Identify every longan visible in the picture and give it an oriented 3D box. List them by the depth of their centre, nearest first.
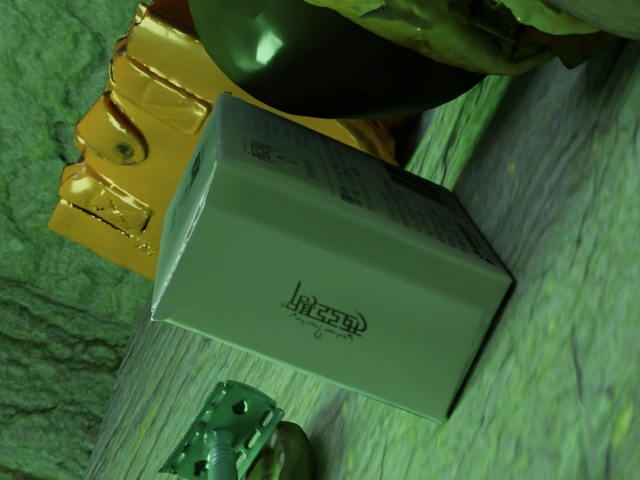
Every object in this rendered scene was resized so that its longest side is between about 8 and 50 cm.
[{"bbox_3d":[0.031,-0.229,1.121,0.297,0.297,0.297,-156,90,-81],"label":"longan"}]

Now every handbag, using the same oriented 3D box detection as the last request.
[{"bbox_3d":[-0.103,-0.080,1.482,0.410,0.303,0.116,-53,14,53],"label":"handbag"}]

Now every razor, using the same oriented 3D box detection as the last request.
[{"bbox_3d":[-0.075,0.214,1.126,0.106,0.068,0.232,-58,18,20],"label":"razor"}]

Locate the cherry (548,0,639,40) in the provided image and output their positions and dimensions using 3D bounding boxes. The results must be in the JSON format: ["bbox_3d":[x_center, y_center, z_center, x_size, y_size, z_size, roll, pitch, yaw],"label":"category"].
[{"bbox_3d":[0.166,-0.210,0.592,0.239,0.206,0.239,-59,-1,-2],"label":"cherry"}]

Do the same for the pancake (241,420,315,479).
[{"bbox_3d":[-0.076,0.293,1.197,0.294,0.049,0.294,-60,10,17],"label":"pancake"}]

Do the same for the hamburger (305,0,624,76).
[{"bbox_3d":[0.120,-0.203,0.889,0.330,0.209,0.162,-42,-4,-30],"label":"hamburger"}]

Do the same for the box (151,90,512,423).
[{"bbox_3d":[-0.001,0.002,1.014,0.274,0.203,0.116,-107,40,-75],"label":"box"}]
